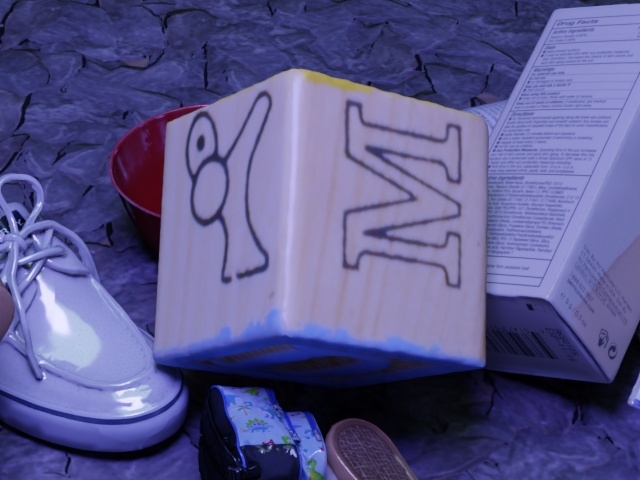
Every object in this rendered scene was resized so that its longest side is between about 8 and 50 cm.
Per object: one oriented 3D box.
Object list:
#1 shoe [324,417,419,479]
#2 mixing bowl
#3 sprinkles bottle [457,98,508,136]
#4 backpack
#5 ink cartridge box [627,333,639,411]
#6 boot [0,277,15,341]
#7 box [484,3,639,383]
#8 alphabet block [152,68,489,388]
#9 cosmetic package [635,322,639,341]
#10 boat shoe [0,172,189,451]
[{"bbox_3d":[0.066,0.227,1.179,0.077,0.058,0.219,-6,49,-39],"label":"shoe"},{"bbox_3d":[-0.092,-0.032,1.450,0.181,0.098,0.181,0,39,0],"label":"mixing bowl"},{"bbox_3d":[0.161,-0.069,1.521,0.355,0.121,0.121,-14,42,-24],"label":"sprinkles bottle"},{"bbox_3d":[-0.045,0.165,1.206,0.084,0.105,0.114,1,30,-19],"label":"backpack"},{"bbox_3d":[0.418,0.085,1.309,0.304,0.072,0.307,29,65,1],"label":"ink cartridge box"},{"bbox_3d":[-0.355,0.092,1.201,0.295,0.104,0.211,-48,40,-3],"label":"boot"},{"bbox_3d":[0.218,-0.046,1.371,0.148,0.121,0.311,4,56,44],"label":"box"},{"bbox_3d":[0.000,0.000,1.256,0.193,0.192,0.197,12,74,-36],"label":"alphabet block"},{"bbox_3d":[0.396,0.063,1.416,0.231,0.085,0.117,-5,40,-16],"label":"cosmetic package"},{"bbox_3d":[-0.251,0.024,1.313,0.367,0.156,0.136,31,44,30],"label":"boat shoe"}]
